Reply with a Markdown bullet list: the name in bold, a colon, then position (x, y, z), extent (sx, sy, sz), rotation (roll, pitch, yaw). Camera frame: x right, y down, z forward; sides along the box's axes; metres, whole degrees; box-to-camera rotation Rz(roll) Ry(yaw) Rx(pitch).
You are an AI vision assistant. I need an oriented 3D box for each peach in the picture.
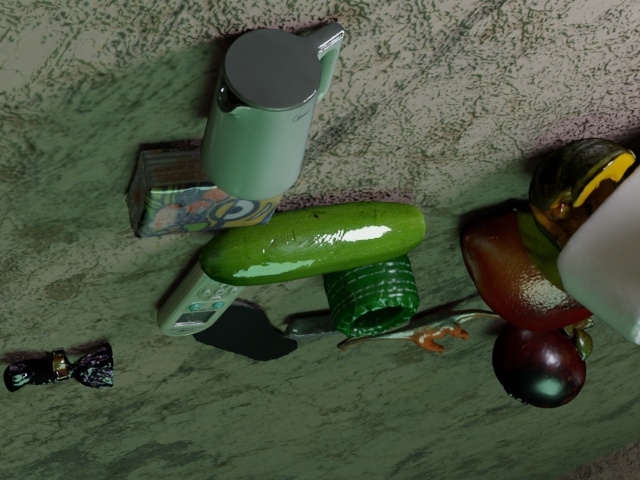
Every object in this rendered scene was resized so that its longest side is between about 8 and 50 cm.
- **peach**: position (0.297, 0.047, 1.611), extent (0.267, 0.154, 0.159), rotation (1, 153, -39)

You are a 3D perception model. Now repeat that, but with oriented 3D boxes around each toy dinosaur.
- **toy dinosaur**: position (0.168, 0.149, 1.894), extent (0.279, 0.055, 0.101), rotation (-21, 148, 14)

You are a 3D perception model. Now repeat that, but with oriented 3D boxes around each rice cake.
- **rice cake**: position (0.040, 0.123, 1.756), extent (0.207, 0.036, 0.047), rotation (-6, 160, -29)

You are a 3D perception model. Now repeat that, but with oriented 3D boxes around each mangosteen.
- **mangosteen**: position (0.398, 0.199, 2.050), extent (0.200, 0.200, 0.200), rotation (-15, 158, -6)

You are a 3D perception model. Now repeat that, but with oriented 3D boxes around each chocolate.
- **chocolate**: position (-0.351, 0.171, 1.571), extent (0.147, 0.070, 0.072), rotation (4, 161, -22)

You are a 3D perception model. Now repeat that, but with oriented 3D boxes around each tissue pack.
- **tissue pack**: position (-0.117, -0.054, 1.196), extent (0.148, 0.060, 0.108), rotation (-7, 155, -21)

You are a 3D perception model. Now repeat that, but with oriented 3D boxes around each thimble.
- **thimble**: position (0.068, 0.073, 1.588), extent (0.118, 0.090, 0.130), rotation (-7, 155, -18)

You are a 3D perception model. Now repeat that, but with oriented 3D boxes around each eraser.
- **eraser**: position (0.470, -0.027, 1.424), extent (0.331, 0.150, 0.331), rotation (-28, 143, -24)

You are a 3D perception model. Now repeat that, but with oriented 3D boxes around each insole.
- **insole**: position (-0.108, 0.135, 1.707), extent (0.110, 0.012, 0.309), rotation (-24, 157, 13)

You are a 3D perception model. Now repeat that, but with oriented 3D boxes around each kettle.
- **kettle**: position (-0.042, -0.116, 1.061), extent (0.127, 0.098, 0.148), rotation (-5, 152, -15)

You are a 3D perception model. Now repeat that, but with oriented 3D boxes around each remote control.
- **remote control**: position (-0.144, 0.063, 1.474), extent (0.078, 0.042, 0.221), rotation (-4, 155, -31)

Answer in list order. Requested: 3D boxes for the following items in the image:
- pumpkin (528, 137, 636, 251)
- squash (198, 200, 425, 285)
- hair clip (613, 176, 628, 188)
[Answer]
- **pumpkin**: position (0.313, -0.061, 1.431), extent (0.119, 0.107, 0.183), rotation (-32, 146, -16)
- **squash**: position (0.000, 0.000, 1.378), extent (0.292, 0.082, 0.082), rotation (-10, 157, -22)
- **hair clip**: position (0.404, -0.019, 1.588), extent (0.220, 0.140, 0.054), rotation (4, 180, -40)
